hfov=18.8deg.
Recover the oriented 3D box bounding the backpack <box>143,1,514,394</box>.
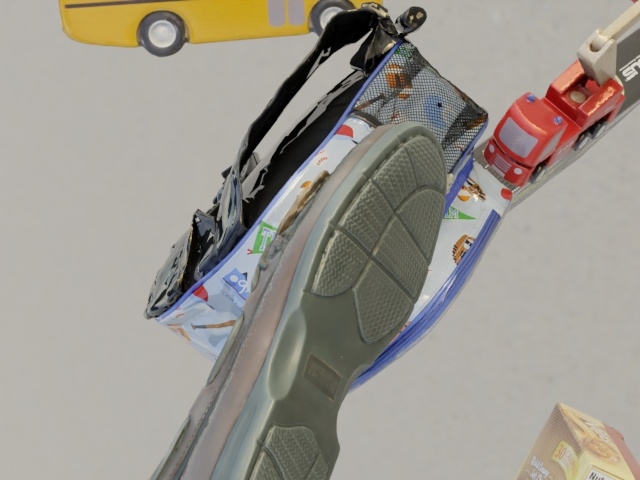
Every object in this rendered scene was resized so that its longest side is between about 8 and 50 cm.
[{"bbox_3d":[0.000,0.000,1.481,0.213,0.263,0.276,43,136,2],"label":"backpack"}]

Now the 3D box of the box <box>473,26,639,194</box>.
[{"bbox_3d":[0.204,-0.083,1.916,0.060,0.270,0.216,51,150,5],"label":"box"}]

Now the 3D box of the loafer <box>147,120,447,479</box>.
[{"bbox_3d":[-0.019,0.046,1.012,0.084,0.096,0.267,6,59,36],"label":"loafer"}]

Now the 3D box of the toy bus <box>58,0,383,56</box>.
[{"bbox_3d":[-0.105,-0.271,2.012,0.108,0.332,0.130,-103,8,-71],"label":"toy bus"}]

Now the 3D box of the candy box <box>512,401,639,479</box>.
[{"bbox_3d":[0.220,0.344,1.993,0.316,0.087,0.183,-63,11,12],"label":"candy box"}]

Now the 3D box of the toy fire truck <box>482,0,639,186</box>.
[{"bbox_3d":[0.215,-0.132,1.518,0.047,0.192,0.135,41,139,17],"label":"toy fire truck"}]
